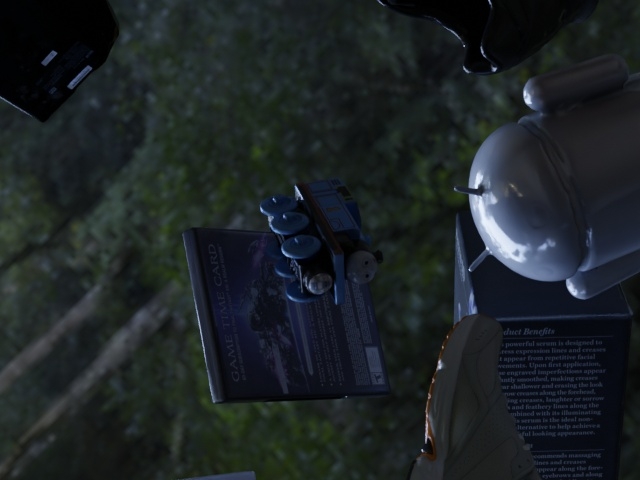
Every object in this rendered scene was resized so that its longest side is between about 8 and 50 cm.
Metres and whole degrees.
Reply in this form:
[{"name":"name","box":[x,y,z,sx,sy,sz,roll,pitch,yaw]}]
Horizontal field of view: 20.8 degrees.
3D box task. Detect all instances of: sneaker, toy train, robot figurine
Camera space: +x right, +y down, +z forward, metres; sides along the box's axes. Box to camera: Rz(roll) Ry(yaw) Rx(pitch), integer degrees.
[{"name":"sneaker","box":[0.064,-0.236,1.233,0.286,0.130,0.109,43,155,6]},{"name":"toy train","box":[0.000,0.000,1.862,0.184,0.105,0.080,-120,22,-59]},{"name":"sneaker","box":[0.154,0.190,1.620,0.099,0.121,0.262,84,-161,-56]},{"name":"robot figurine","box":[0.328,-0.074,2.091,0.200,0.353,0.300,-134,25,-64]}]

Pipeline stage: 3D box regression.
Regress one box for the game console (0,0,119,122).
[{"name":"game console","box":[-0.363,-0.137,1.555,0.213,0.361,0.044,33,-150,-31]}]

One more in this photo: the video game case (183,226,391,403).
[{"name":"video game case","box":[-0.034,0.085,1.986,0.274,0.026,0.196,3,-109,-47]}]

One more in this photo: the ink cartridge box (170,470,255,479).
[{"name":"ink cartridge box","box":[-0.208,0.382,1.986,0.289,0.121,0.211,-4,-100,-29]}]

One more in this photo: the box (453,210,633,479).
[{"name":"box","box":[0.305,0.193,2.491,0.212,0.396,0.293,-1,-150,-1]}]
